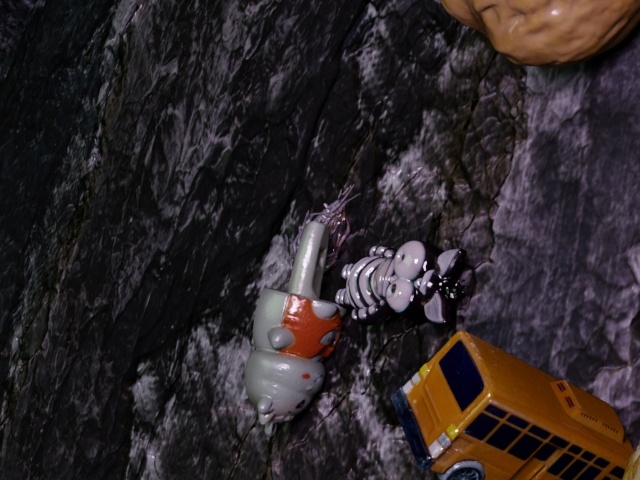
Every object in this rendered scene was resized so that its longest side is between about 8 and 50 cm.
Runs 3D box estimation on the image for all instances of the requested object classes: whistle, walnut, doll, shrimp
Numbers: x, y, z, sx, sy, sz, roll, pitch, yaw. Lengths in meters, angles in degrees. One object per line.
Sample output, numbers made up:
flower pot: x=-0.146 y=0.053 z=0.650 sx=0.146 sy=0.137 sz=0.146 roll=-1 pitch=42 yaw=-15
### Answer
whistle: x=-0.028 y=0.103 z=1.862 sx=0.102 sy=0.106 sz=0.253 roll=-177 pitch=99 yaw=-78
walnut: x=0.231 y=-0.294 z=1.542 sx=0.224 sy=0.257 sz=0.257 roll=44 pitch=115 yaw=25
doll: x=0.083 y=0.046 z=1.739 sx=0.219 sy=0.067 sz=0.091 roll=-3 pitch=66 yaw=58
shrimp: x=0.000 y=0.000 z=1.926 sx=0.065 sy=0.057 sz=0.165 roll=-86 pitch=18 yaw=-56

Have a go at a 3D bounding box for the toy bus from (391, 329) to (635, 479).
toy bus: x=0.172 y=0.165 z=1.378 sx=0.114 sy=0.201 sz=0.098 roll=-49 pitch=33 yaw=20

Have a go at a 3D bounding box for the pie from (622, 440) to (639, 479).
pie: x=0.271 y=0.217 z=1.182 sx=0.337 sy=0.075 sz=0.337 roll=-61 pitch=3 yaw=6
